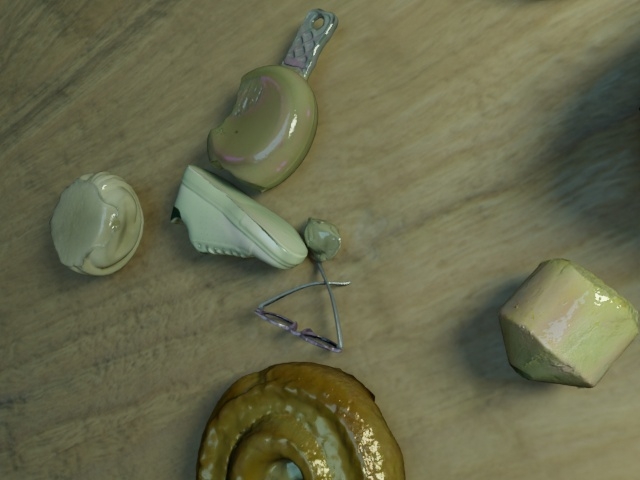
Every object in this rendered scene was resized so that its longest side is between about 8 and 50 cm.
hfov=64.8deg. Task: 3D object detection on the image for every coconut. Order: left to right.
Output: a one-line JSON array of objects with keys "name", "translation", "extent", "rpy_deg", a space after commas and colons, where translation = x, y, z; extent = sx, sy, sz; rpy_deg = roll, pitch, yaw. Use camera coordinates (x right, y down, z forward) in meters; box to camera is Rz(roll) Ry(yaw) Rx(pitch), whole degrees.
[{"name": "coconut", "translation": [0.244, 0.092, 0.515], "extent": [0.122, 0.116, 0.116], "rpy_deg": [-49, 63, 6]}]

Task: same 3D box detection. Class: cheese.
[{"name": "cheese", "translation": [-0.061, -0.215, 0.758], "extent": [0.163, 0.082, 0.286], "rpy_deg": [28, 92, 29]}]

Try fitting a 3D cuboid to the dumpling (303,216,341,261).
[{"name": "dumpling", "translation": [0.000, 0.001, 0.706], "extent": [0.077, 0.043, 0.059], "rpy_deg": [27, 116, 26]}]

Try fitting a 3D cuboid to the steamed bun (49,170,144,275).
[{"name": "steamed bun", "translation": [-0.379, -0.028, 0.876], "extent": [0.183, 0.106, 0.182], "rpy_deg": [-7, 77, 31]}]

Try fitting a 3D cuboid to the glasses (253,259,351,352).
[{"name": "glasses", "translation": [-0.012, 0.080, 0.684], "extent": [0.140, 0.063, 0.103], "rpy_deg": [24, 91, 28]}]

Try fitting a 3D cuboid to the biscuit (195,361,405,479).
[{"name": "biscuit", "translation": [-0.038, 0.302, 0.637], "extent": [0.297, 0.102, 0.296], "rpy_deg": [-7, 77, 29]}]

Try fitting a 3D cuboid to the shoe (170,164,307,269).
[{"name": "shoe", "translation": [-0.132, -0.012, 0.754], "extent": [0.265, 0.095, 0.110], "rpy_deg": [39, 105, 33]}]
